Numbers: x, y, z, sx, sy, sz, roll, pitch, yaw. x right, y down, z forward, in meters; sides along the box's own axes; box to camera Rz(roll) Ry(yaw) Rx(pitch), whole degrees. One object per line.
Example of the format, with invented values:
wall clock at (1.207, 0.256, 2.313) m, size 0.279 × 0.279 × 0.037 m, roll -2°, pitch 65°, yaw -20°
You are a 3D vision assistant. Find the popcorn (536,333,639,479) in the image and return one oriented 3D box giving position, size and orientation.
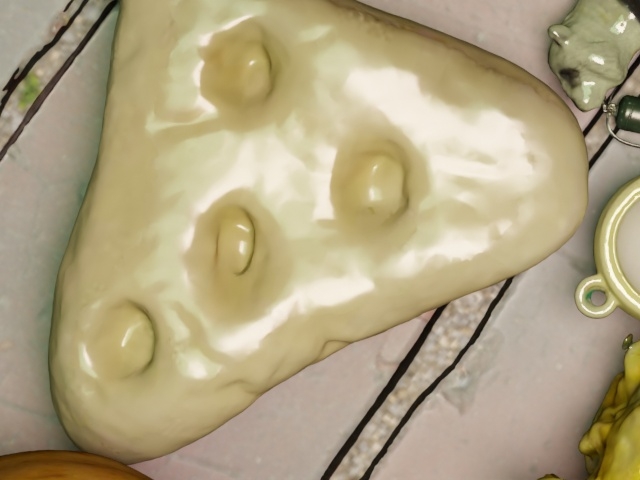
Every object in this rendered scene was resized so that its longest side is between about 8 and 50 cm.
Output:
popcorn at (0.218, 0.154, 1.187) m, size 0.195 × 0.168 × 0.173 m, roll -27°, pitch 69°, yaw -34°

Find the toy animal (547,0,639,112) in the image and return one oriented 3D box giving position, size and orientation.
toy animal at (0.240, -0.177, 1.243) m, size 0.121 × 0.094 × 0.225 m, roll 39°, pitch 101°, yaw 11°

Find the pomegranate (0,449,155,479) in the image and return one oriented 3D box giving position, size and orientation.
pomegranate at (-0.179, 0.333, 1.140) m, size 0.417 × 0.416 × 0.416 m, roll 0°, pitch 91°, yaw 3°

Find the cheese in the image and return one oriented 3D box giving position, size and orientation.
cheese at (0.000, 0.000, 1.237) m, size 0.328 × 0.129 × 0.351 m, roll 12°, pitch 91°, yaw 3°

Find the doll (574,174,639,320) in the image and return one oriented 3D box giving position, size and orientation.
doll at (0.294, -0.035, 1.219) m, size 0.296 × 0.117 × 0.141 m, roll -34°, pitch 93°, yaw -4°

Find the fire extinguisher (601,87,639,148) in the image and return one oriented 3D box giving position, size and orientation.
fire extinguisher at (0.226, -0.079, 1.277) m, size 0.083 × 0.025 × 0.038 m, roll 14°, pitch 86°, yaw 3°
